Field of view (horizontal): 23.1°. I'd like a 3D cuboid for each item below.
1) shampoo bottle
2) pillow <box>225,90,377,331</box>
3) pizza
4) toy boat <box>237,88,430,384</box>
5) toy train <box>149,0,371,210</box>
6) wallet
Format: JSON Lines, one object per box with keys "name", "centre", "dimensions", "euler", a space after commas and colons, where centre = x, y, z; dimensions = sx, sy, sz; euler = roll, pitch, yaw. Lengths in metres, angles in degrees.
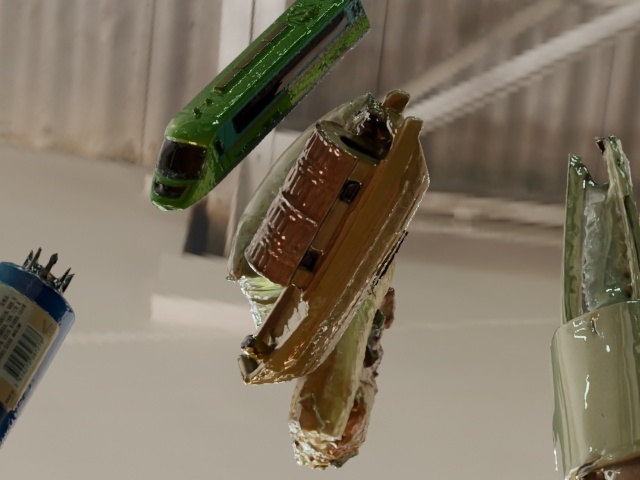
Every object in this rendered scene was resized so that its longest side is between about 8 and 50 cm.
{"name": "shampoo bottle", "centre": [-0.263, 0.086, 1.303], "dimensions": [0.087, 0.183, 0.050], "euler": [41, -36, -22]}
{"name": "pillow", "centre": [-0.010, -0.012, 1.324], "dimensions": [0.075, 0.302, 0.185], "euler": [36, -99, 9]}
{"name": "pizza", "centre": [0.021, 0.106, 1.239], "dimensions": [0.058, 0.292, 0.197], "euler": [13, -67, 5]}
{"name": "toy boat", "centre": [0.000, 0.000, 1.055], "dimensions": [0.088, 0.068, 0.226], "euler": [23, -69, -23]}
{"name": "toy train", "centre": [-0.046, -0.101, 1.045], "dimensions": [0.044, 0.209, 0.042], "euler": [14, -41, 38]}
{"name": "wallet", "centre": [0.163, 0.123, 0.806], "dimensions": [0.077, 0.309, 0.223], "euler": [-10, -35, 11]}
